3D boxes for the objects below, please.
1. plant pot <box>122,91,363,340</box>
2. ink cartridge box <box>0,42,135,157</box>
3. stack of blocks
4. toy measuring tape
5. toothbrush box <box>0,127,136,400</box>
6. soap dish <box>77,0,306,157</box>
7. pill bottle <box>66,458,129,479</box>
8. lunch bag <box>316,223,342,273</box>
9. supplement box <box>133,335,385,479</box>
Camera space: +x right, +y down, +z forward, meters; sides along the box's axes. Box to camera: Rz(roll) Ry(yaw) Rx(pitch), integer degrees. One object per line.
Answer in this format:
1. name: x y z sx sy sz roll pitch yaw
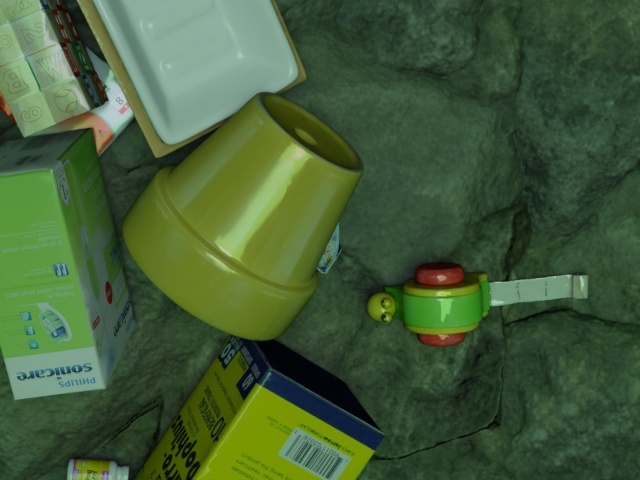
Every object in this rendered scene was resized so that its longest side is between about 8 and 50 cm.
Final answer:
1. plant pot: -0.080 -0.045 1.406 0.254 0.254 0.239 33 110 -12
2. ink cartridge box: -0.339 -0.191 1.481 0.179 0.045 0.145 42 91 -15
3. stack of blocks: -0.365 -0.283 1.357 0.087 0.171 0.297 -22 102 1
4. toy measuring tape: 0.229 0.084 1.569 0.330 0.121 0.121 -4 100 -7
5. toothbrush box: -0.332 0.024 1.409 0.122 0.206 0.283 -7 108 4
6. soap dish: -0.176 -0.284 1.414 0.229 0.118 0.291 -30 111 -15
7. pill bottle: -0.310 0.327 1.571 0.083 0.043 0.043 4 99 -8
8. lunch bag: 0.000 0.000 1.545 0.053 0.071 0.083 -1 96 -11
9. supplement box: -0.111 0.325 1.508 0.195 0.194 0.356 33 93 -21
